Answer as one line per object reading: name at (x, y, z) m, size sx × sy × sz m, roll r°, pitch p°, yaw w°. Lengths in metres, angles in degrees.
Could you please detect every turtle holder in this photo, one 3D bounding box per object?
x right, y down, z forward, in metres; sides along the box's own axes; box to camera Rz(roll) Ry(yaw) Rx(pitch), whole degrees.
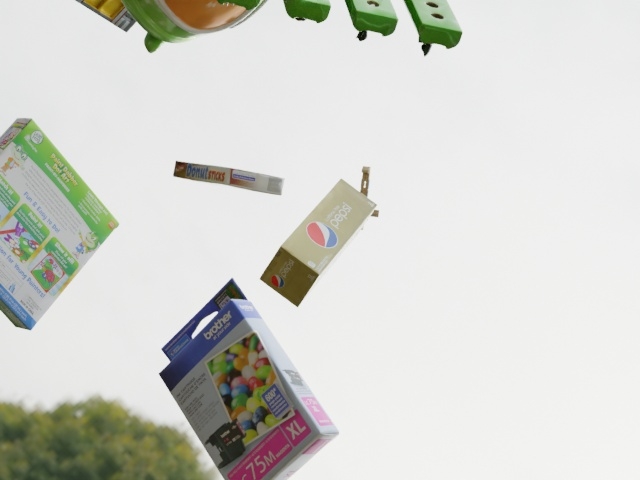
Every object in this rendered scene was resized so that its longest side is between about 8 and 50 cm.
turtle holder at (-0.140, -0.409, 1.884) m, size 0.227 × 0.320 × 0.243 m, roll -10°, pitch -66°, yaw 31°

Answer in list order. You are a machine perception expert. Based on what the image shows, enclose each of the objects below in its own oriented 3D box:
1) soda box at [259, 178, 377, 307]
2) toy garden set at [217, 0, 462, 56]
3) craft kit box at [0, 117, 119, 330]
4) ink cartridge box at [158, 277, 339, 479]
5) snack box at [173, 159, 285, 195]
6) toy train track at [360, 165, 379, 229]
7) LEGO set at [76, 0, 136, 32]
soda box at (0.000, 0.000, 1.693) m, size 0.058 × 0.181 × 0.061 m, roll 36°, pitch -52°, yaw 3°
toy garden set at (0.002, -0.255, 1.442) m, size 0.203 × 0.244 × 0.049 m, roll -104°, pitch -153°, yaw -55°
craft kit box at (-0.482, -0.027, 2.318) m, size 0.061 × 0.246 × 0.250 m, roll 9°, pitch -38°, yaw 49°
ink cartridge box at (-0.126, 0.227, 2.177) m, size 0.186 × 0.065 × 0.311 m, roll -45°, pitch -118°, yaw 20°
snack box at (-0.103, -0.069, 1.563) m, size 0.178 × 0.064 × 0.022 m, roll 13°, pitch -87°, yaw 65°
toy train track at (0.054, -0.055, 1.861) m, size 0.048 × 0.014 × 0.083 m, roll 8°, pitch -87°, yaw 25°
LEGO set at (-0.338, -0.501, 2.310) m, size 0.331 × 0.255 × 0.192 m, roll 45°, pitch 9°, yaw 35°
